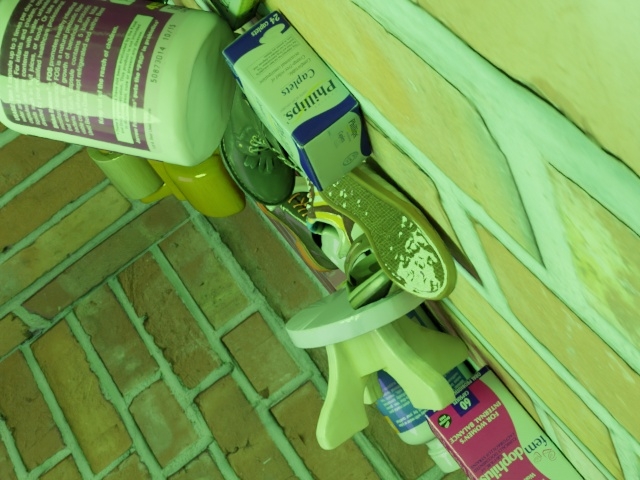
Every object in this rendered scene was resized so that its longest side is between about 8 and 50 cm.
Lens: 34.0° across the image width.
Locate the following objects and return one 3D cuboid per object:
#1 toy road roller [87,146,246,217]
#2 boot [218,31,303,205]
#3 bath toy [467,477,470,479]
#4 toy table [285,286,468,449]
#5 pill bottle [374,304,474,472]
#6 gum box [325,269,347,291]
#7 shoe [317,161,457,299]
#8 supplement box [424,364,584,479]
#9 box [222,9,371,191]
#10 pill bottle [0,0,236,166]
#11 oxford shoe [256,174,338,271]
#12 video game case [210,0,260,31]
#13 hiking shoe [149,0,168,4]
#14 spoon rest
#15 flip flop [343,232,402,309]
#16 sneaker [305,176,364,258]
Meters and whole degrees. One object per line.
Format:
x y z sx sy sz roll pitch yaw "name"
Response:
-0.267 -0.150 1.998 0.202 0.329 0.241 58 -164 -50 "toy road roller"
-0.061 -0.127 1.277 0.229 0.091 0.263 44 155 59 "boot"
0.292 0.387 1.642 0.151 0.129 0.348 52 177 2 "bath toy"
0.073 0.149 1.410 0.161 0.252 0.274 63 166 -7 "toy table"
0.149 0.214 1.601 0.272 0.152 0.152 53 176 0 "pill bottle"
0.097 0.144 2.227 0.188 0.062 0.107 55 176 -32 "gum box"
0.078 -0.020 1.101 0.058 0.076 0.219 -5 -139 -41 "shoe"
0.251 0.293 1.402 0.220 0.111 0.114 50 175 23 "supplement box"
-0.021 -0.137 1.056 0.137 0.072 0.126 51 176 19 "box"
-0.256 -0.187 1.136 0.301 0.169 0.169 12 165 12 "pill bottle"
-0.033 -0.061 1.901 0.271 0.097 0.098 49 157 -14 "oxford shoe"
-0.148 -0.339 1.015 0.275 0.035 0.248 53 176 -7 "video game case"
-0.310 -0.407 1.716 0.132 0.113 0.304 53 176 0 "hiking shoe"
0.017 -0.021 1.740 0.276 0.084 0.137 39 -172 -40 "spoon rest"
0.073 0.022 1.258 0.277 0.112 0.080 -109 -4 -86 "flip flop"
0.003 -0.058 1.376 0.185 0.084 0.069 50 175 33 "sneaker"
